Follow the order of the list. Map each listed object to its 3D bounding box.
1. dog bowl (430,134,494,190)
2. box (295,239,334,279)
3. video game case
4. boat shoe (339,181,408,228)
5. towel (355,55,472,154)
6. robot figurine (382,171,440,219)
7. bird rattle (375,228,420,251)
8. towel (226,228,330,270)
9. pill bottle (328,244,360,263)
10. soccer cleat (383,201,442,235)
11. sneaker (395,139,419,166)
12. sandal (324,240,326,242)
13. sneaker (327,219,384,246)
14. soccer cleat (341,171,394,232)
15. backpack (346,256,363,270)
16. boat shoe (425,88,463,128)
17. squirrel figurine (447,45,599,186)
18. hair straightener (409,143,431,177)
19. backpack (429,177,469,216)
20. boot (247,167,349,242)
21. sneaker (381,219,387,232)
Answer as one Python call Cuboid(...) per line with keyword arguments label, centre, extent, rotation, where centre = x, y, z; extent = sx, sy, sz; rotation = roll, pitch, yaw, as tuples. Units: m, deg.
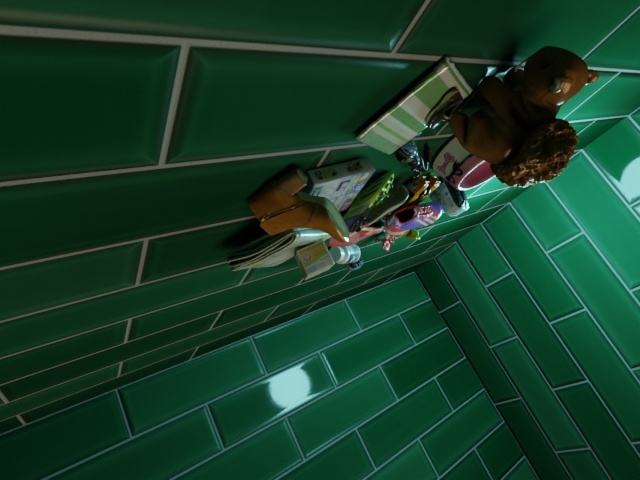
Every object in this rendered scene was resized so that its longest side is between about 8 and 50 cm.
Cuboid(label="dog bowl", centre=(0.678, -0.364, 1.708), extent=(0.408, 0.150, 0.408), rotation=(-25, 163, -8))
Cuboid(label="box", centre=(-0.027, 0.079, 1.596), extent=(0.114, 0.103, 0.203), rotation=(-24, 173, -10))
Cuboid(label="video game case", centre=(0.029, -0.168, 1.432), extent=(0.244, 0.061, 0.269), rotation=(-17, 161, -28))
Cuboid(label="boat shoe", centre=(0.207, -0.118, 1.729), extent=(0.356, 0.132, 0.130), rotation=(-24, 162, -8))
Cuboid(label="towel", centre=(0.283, -0.389, 1.240), extent=(0.325, 0.038, 0.248), rotation=(-36, 161, 27))
Cuboid(label="robot figurine", centre=(0.400, -0.193, 1.882), extent=(0.211, 0.085, 0.291), rotation=(-7, 153, -48))
Cuboid(label="bird rattle", centre=(0.428, -0.052, 2.341), extent=(0.254, 0.143, 0.207), rotation=(-16, 152, 6))
Cuboid(label="towel", centre=(-0.132, 0.018, 1.548), extent=(0.321, 0.090, 0.374), rotation=(-24, 174, 24))
Cuboid(label="pill bottle", centre=(0.124, 0.071, 2.175), extent=(0.108, 0.107, 0.180), rotation=(-38, 160, 29))
Cuboid(label="soccer cleat", centre=(0.433, -0.115, 1.841), extent=(0.318, 0.108, 0.116), rotation=(-19, 156, -21))
Cuboid(label="sneaker", centre=(0.311, -0.311, 1.475), extent=(0.078, 0.067, 0.188), rotation=(-11, 170, 20))
Cuboid(label="sandal", centre=(0.000, 0.000, 1.863), extent=(0.049, 0.072, 0.180), rotation=(-52, 167, -29))
Cuboid(label="sneaker", centre=(0.154, -0.043, 1.848), extent=(0.314, 0.116, 0.136), rotation=(-10, 141, -35))
Cuboid(label="soccer cleat", centre=(0.174, -0.164, 1.607), extent=(0.289, 0.121, 0.093), rotation=(-51, 158, 1))
Cuboid(label="backpack", centre=(0.187, 0.117, 2.384), extent=(0.105, 0.114, 0.084), rotation=(-23, 162, -19))
Cuboid(label="boat shoe", centre=(0.370, -0.383, 1.231), extent=(0.056, 0.049, 0.152), rotation=(-18, 161, -25))
Cuboid(label="squirrel figurine", centre=(0.656, -0.367, 1.258), extent=(0.281, 0.396, 0.370), rotation=(-12, 166, -29))
Cuboid(label="hair straightener", centre=(0.388, -0.305, 1.633), extent=(0.089, 0.047, 0.230), rotation=(-29, 167, 4))
Cuboid(label="backpack", centre=(0.635, -0.208, 2.018), extent=(0.166, 0.188, 0.144), rotation=(-10, 155, -47))
Cuboid(label="boot", centre=(-0.068, -0.065, 1.284), extent=(0.211, 0.295, 0.104), rotation=(-33, -161, 24))
Cuboid(label="sneaker", centre=(0.353, -0.110, 2.056), extent=(0.272, 0.100, 0.108), rotation=(-12, 143, -50))
